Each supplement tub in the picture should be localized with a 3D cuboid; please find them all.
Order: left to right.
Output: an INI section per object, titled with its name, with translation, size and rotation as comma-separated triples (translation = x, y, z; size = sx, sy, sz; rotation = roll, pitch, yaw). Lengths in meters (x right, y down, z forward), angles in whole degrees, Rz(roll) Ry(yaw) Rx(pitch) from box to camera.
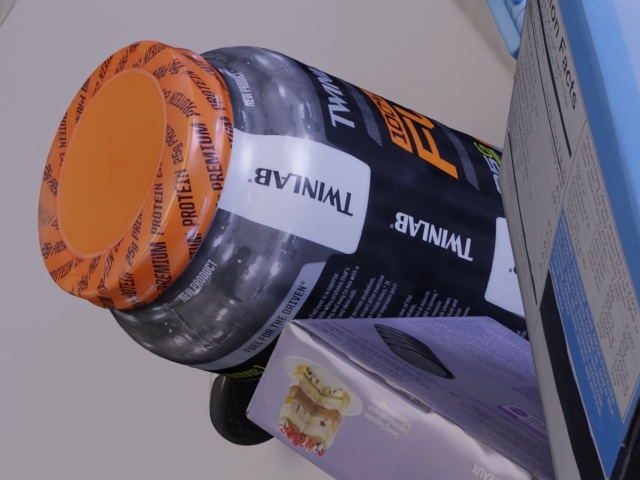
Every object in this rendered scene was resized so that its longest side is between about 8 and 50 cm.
[supplement tub]
translation = 0.000, 0.000, 1.147
size = 0.207, 0.338, 0.207
rotation = -23, 58, 43

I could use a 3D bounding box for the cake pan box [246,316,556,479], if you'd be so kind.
[cake pan box]
translation = 0.130, 0.128, 0.948
size = 0.267, 0.245, 0.070
rotation = 31, 105, 26

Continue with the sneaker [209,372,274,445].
[sneaker]
translation = -0.049, 0.026, 1.405
size = 0.145, 0.090, 0.270
rotation = 10, 79, 53

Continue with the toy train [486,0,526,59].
[toy train]
translation = 0.161, -0.162, 1.208
size = 0.080, 0.105, 0.184
rotation = -45, 44, 31

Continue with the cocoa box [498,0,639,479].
[cocoa box]
translation = 0.271, -0.018, 0.764
size = 0.228, 0.347, 0.231
rotation = 90, 173, -57
